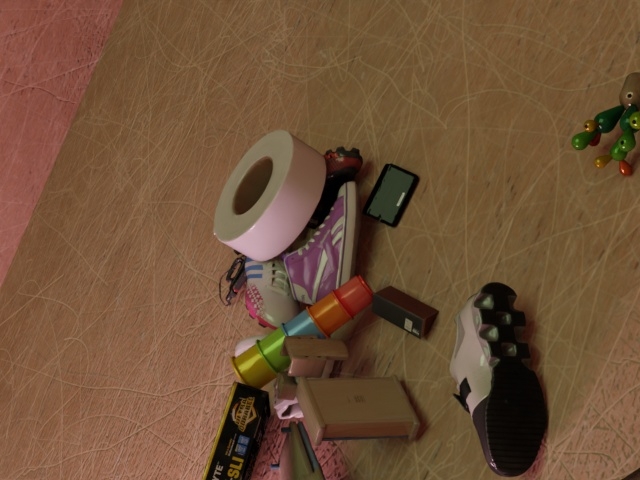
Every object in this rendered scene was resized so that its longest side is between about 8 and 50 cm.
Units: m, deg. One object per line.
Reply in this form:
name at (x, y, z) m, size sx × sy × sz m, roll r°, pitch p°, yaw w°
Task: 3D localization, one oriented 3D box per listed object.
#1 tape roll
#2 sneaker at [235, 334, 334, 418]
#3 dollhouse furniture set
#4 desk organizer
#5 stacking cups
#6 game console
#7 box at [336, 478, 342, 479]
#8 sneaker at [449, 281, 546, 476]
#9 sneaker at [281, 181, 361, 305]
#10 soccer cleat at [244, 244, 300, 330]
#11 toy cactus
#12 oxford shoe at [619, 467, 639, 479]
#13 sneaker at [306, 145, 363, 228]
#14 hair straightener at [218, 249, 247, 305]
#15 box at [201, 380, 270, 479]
tape roll at (-0.114, -0.098, 2.221) m, size 0.286 × 0.100 × 0.286 m, roll -39°, pitch 35°, yaw 33°
sneaker at (-0.094, 0.294, 2.152) m, size 0.292 × 0.108 × 0.169 m, roll -11°, pitch 60°, yaw 45°
dollhouse furniture set at (0.025, 0.390, 1.968) m, size 0.286 × 0.198 × 0.303 m, roll -116°, pitch 35°, yaw -51°
desk organizer at (0.165, 0.138, 1.974) m, size 0.130 × 0.050 × 0.047 m, roll 28°, pitch 126°, yaw 38°
stacking cups at (-0.026, 0.190, 2.040) m, size 0.316 × 0.096 × 0.096 m, roll -33°, pitch 43°, yaw 5°
game console at (0.148, -0.097, 2.156) m, size 0.107 × 0.071 × 0.122 m, roll 26°, pitch 92°, yaw 23°
box at (-0.025, 0.659, 1.767) m, size 0.318 × 0.097 × 0.395 m, roll -32°, pitch 72°, yaw 33°
sneaker at (0.291, 0.250, 1.730) m, size 0.146 × 0.122 × 0.331 m, roll 136°, pitch 140°, yaw -53°
sneaker at (0.000, 0.000, 2.148) m, size 0.161 × 0.102 × 0.282 m, roll 5°, pitch 69°, yaw 11°
soccer cleat at (-0.104, 0.078, 2.223) m, size 0.331 × 0.116 × 0.143 m, roll -117°, pitch 47°, yaw -62°
toy cactus at (0.537, -0.210, 1.706) m, size 0.219 × 0.112 × 0.180 m, roll -27°, pitch 32°, yaw 42°
oxford shoe at (0.421, 0.452, 1.474) m, size 0.364 × 0.130 × 0.133 m, roll -51°, pitch 6°, yaw 28°
sneaker at (-0.002, -0.102, 2.268) m, size 0.276 × 0.097 × 0.135 m, roll -35°, pitch 46°, yaw 36°
hair straightener at (-0.182, 0.056, 2.448) m, size 0.230 × 0.047 × 0.089 m, roll -61°, pitch 37°, yaw 13°
box at (-0.172, 0.437, 2.024) m, size 0.322 × 0.079 × 0.257 m, roll 96°, pitch -167°, yaw -73°
